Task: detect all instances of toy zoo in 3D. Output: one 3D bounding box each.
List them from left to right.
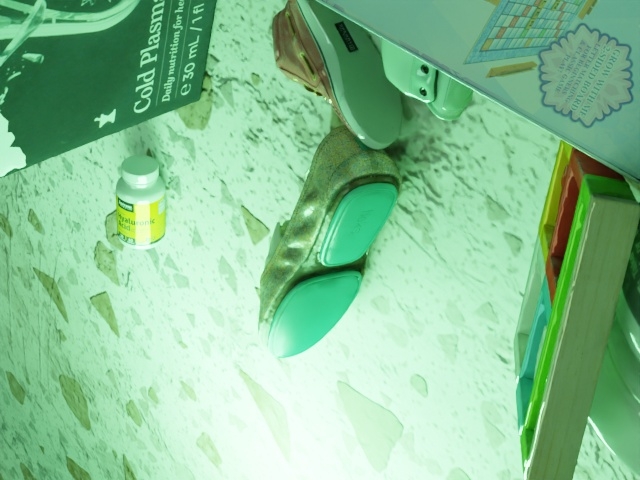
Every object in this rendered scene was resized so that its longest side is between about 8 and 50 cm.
[{"bbox_3d":[0.175,0.027,0.770,0.030,0.293,0.192,11,108,5],"label":"toy zoo"}]

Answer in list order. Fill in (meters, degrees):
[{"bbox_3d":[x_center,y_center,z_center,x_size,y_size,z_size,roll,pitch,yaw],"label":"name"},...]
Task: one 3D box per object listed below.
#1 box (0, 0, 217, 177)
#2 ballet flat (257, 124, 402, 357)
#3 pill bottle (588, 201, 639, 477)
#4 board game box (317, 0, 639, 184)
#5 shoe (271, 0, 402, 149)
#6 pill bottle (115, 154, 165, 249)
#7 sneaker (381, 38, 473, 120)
[{"bbox_3d":[-0.348,-0.319,1.012,0.297,0.471,0.480,45,142,25],"label":"box"},{"bbox_3d":[0.000,0.000,1.118,0.316,0.107,0.106,-60,43,44],"label":"ballet flat"},{"bbox_3d":[0.296,-0.005,0.624,0.204,0.204,0.361,45,141,24],"label":"pill bottle"},{"bbox_3d":[0.139,-0.248,0.644,0.318,0.066,0.319,33,120,14],"label":"board game box"},{"bbox_3d":[0.013,-0.158,1.015,0.081,0.063,0.178,-34,79,56],"label":"shoe"},{"bbox_3d":[-0.235,-0.051,1.395,0.065,0.065,0.116,36,137,33],"label":"pill bottle"},{"bbox_3d":[0.135,-0.165,0.820,0.256,0.094,0.151,24,125,54],"label":"sneaker"}]
